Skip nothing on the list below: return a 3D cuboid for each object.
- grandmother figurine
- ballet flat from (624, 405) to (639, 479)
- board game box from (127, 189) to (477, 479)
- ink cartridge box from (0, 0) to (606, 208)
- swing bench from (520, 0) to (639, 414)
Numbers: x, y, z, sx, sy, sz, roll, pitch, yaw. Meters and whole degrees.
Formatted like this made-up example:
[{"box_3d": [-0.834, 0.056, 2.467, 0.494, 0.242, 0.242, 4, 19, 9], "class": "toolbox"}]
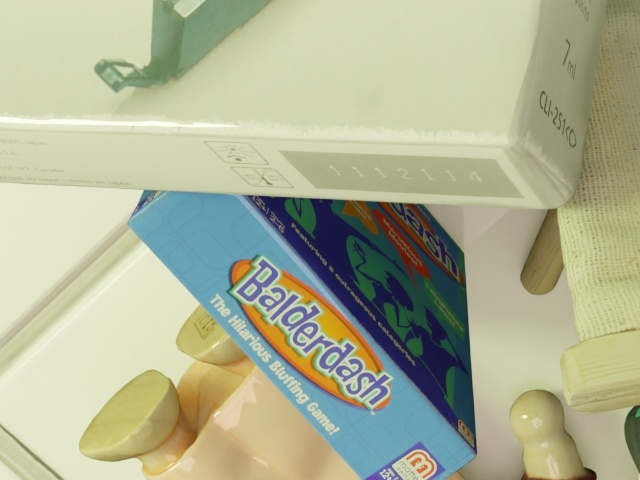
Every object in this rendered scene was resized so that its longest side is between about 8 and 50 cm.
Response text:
[{"box_3d": [0.055, 0.162, 0.882, 0.208, 0.104, 0.342, -44, 106, 5], "class": "grandmother figurine"}, {"box_3d": [0.204, 0.157, 0.889, 0.074, 0.074, 0.203, -21, 115, 12], "class": "ballet flat"}, {"box_3d": [0.000, 0.000, 0.757, 0.047, 0.210, 0.160, -37, 106, 16], "class": "board game box"}, {"box_3d": [-0.036, -0.147, 0.645, 0.296, 0.066, 0.261, 3, 71, 25], "class": "ink cartridge box"}, {"box_3d": [0.166, 0.021, 0.688, 0.165, 0.253, 0.254, -4, 139, 5], "class": "swing bench"}]
